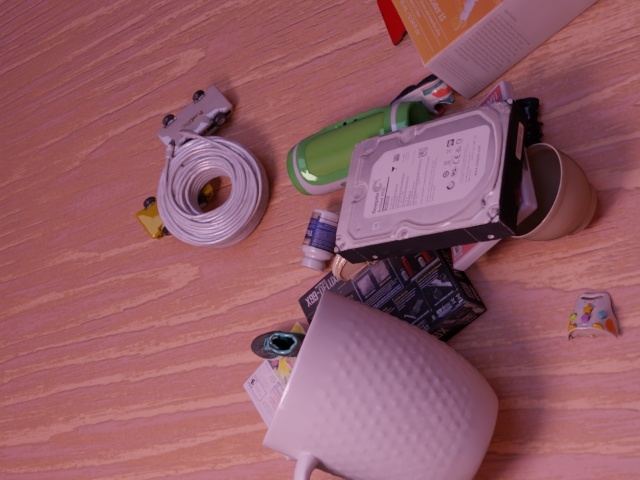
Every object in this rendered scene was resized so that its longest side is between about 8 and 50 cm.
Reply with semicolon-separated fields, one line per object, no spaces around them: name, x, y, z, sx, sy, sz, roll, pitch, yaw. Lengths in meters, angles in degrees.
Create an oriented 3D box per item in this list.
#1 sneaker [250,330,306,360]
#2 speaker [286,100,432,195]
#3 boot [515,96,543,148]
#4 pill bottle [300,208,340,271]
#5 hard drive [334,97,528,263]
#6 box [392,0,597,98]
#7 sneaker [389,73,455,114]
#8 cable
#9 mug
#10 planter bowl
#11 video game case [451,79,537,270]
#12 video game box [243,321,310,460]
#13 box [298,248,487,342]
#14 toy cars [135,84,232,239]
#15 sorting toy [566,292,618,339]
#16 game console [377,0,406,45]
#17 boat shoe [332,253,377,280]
sneaker;-0.081;0.201;1.749;0.166;0.076;0.065;-7;69;38
speaker;0.078;-0.180;1.775;0.296;0.131;0.131;-16;65;35
boot;0.347;-0.202;1.615;0.121;0.045;0.099;-6;74;37
pill bottle;0.000;0.000;1.816;0.067;0.067;0.120;13;83;41
hard drive;0.183;-0.096;1.525;0.339;0.064;0.237;-11;57;42
box;0.328;-0.466;1.635;0.345;0.168;0.215;-37;55;24
sneaker;0.201;-0.271;1.747;0.057;0.075;0.161;-46;13;-30
cable;-0.242;-0.106;1.991;0.257;0.089;0.257;13;79;18
mug;0.091;0.305;1.432;0.276;0.328;0.374;109;-177;-57
planter bowl;0.385;-0.069;1.474;0.162;0.109;0.162;-46;36;47
video game case;0.285;-0.115;1.560;0.204;0.025;0.285;-48;33;44
video game box;-0.043;0.297;1.765;0.187;0.048;0.205;-51;50;17
box;0.123;0.120;1.667;0.307;0.076;0.242;-43;52;20
toy cars;-0.314;-0.180;2.125;0.176;0.087;0.394;8;76;15
sorting toy;0.436;0.118;1.439;0.083;0.045;0.075;-8;51;38
game console;0.191;-0.500;1.865;0.124;0.085;0.144;-17;61;0
boat shoe;0.089;0.013;1.639;0.170;0.063;0.059;-51;43;12
